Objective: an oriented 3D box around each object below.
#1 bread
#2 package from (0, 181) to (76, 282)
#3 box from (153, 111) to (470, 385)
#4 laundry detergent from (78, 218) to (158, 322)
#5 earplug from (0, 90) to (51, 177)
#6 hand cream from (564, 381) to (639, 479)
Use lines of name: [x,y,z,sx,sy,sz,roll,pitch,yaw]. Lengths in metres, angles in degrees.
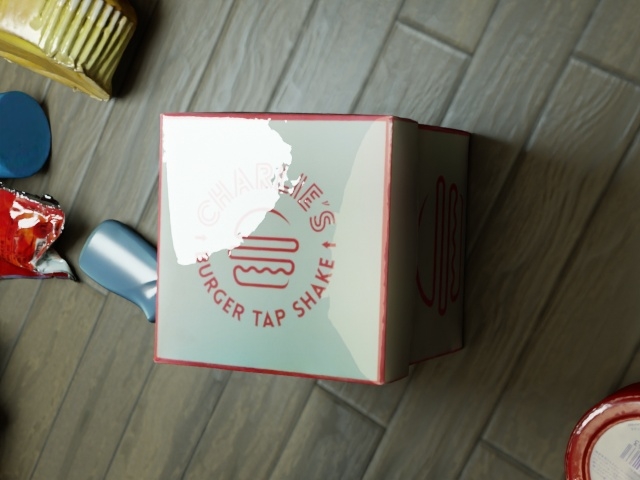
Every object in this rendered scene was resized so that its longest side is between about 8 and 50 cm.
bread: [-0.403,-0.334,1.806,0.288,0.204,0.156,24,84,21]
package: [-0.497,-0.010,1.896,0.269,0.071,0.194,11,117,17]
box: [0.000,0.000,1.542,0.314,0.300,0.312,3,92,25]
laundry detergent: [-0.257,0.056,1.804,0.206,0.061,0.096,33,97,21]
earplug: [-0.569,-0.156,1.921,0.273,0.132,0.132,-2,90,30]
hand cream: [0.393,0.264,1.454,0.193,0.125,0.193,2,95,26]
